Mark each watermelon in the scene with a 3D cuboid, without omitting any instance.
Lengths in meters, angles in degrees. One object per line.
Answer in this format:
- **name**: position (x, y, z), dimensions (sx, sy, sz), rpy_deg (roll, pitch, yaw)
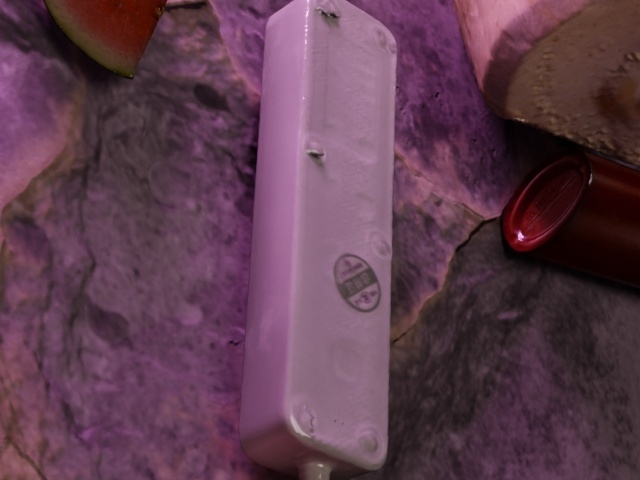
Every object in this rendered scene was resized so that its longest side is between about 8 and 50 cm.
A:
- **watermelon**: position (-0.120, -0.172, 1.129), dimensions (0.125, 0.094, 0.135), rpy_deg (8, 71, -51)

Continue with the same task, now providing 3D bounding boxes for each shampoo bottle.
- **shampoo bottle**: position (0.273, -0.006, 1.438), dimensions (0.260, 0.102, 0.064), rpy_deg (15, 34, -40)

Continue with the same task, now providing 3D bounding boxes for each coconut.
- **coconut**: position (0.251, -0.214, 1.375), dimensions (0.297, 0.297, 0.254), rpy_deg (28, 45, -33)

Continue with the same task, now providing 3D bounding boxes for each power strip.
- **power strip**: position (0.000, 0.000, 1.181), dimensions (0.091, 0.062, 0.385), rpy_deg (26, 52, -34)
